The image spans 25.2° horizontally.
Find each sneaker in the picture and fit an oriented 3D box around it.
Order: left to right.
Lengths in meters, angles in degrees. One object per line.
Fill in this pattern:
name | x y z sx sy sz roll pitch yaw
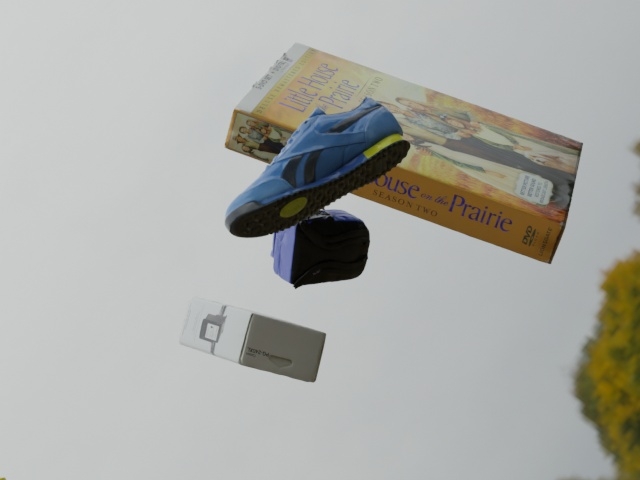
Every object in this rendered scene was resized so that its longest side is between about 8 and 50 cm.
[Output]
sneaker | -0.015 -0.075 1.419 0.209 0.082 0.069 -29 -20 -18

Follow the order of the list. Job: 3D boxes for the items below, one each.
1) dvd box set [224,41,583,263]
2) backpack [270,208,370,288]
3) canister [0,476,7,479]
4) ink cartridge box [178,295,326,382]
dvd box set | 0.118 -0.122 1.828 0.308 0.420 0.062 -57 -14 -63
backpack | 0.000 0.000 1.902 0.120 0.101 0.098 -3 -66 -27
canister | -0.326 0.334 1.415 0.126 0.170 0.073 -25 -9 -35
ink cartridge box | -0.080 0.115 1.678 0.109 0.150 0.063 17 -94 -34
